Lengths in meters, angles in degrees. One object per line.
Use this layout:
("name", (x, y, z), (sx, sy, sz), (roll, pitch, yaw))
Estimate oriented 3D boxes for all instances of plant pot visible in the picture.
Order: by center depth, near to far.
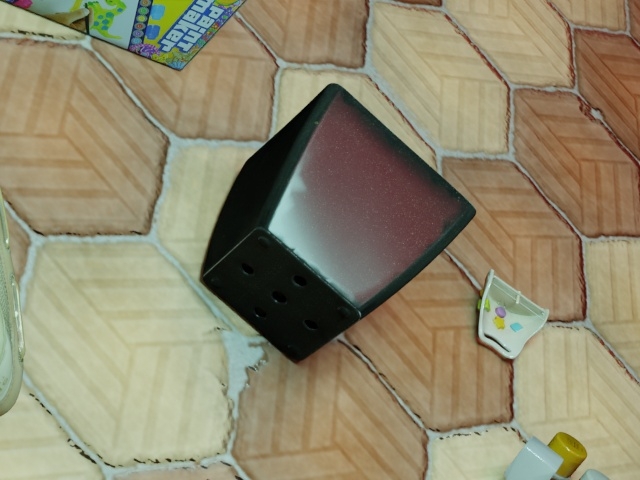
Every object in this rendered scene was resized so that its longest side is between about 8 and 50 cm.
("plant pot", (0.000, 0.000, 1.556), (0.187, 0.188, 0.167), (41, 51, -8))

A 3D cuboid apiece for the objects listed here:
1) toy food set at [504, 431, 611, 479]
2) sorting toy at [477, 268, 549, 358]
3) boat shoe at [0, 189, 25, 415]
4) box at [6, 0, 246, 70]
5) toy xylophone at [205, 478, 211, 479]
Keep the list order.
("toy food set", (0.212, 0.275, 1.605), (0.111, 0.104, 0.232), (38, 20, 9))
("sorting toy", (0.196, 0.087, 1.767), (0.083, 0.045, 0.075), (35, 48, -16))
("boat shoe", (-0.316, -0.015, 1.337), (0.110, 0.122, 0.341), (56, 18, -62))
("box", (-0.218, -0.371, 1.662), (0.279, 0.177, 0.290), (19, 47, -32))
("toy xylophone", (-0.036, 0.256, 1.254), (0.236, 0.322, 0.081), (39, 82, 2))
